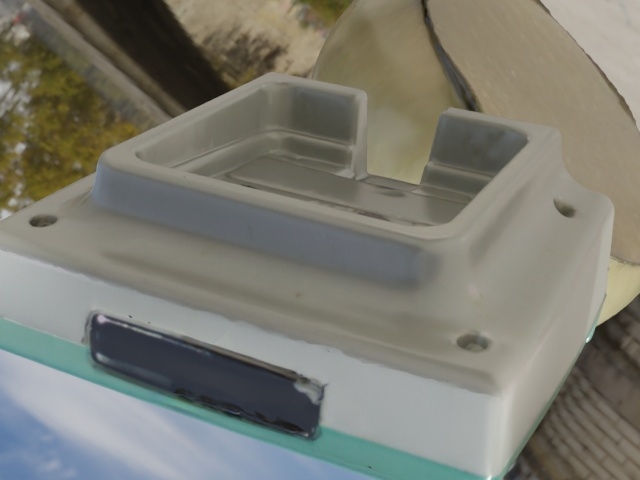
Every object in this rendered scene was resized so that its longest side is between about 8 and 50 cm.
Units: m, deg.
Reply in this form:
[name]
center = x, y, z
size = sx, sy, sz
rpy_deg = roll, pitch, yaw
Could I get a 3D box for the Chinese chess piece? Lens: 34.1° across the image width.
[Chinese chess piece]
center = 0.148, -0.079, 0.868
size = 0.338, 0.140, 0.338
rpy_deg = 32, -142, -30

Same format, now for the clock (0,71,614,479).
[clock]
center = 0.000, 0.000, 0.521
size = 0.262, 0.116, 0.231
rpy_deg = 14, -158, 23
